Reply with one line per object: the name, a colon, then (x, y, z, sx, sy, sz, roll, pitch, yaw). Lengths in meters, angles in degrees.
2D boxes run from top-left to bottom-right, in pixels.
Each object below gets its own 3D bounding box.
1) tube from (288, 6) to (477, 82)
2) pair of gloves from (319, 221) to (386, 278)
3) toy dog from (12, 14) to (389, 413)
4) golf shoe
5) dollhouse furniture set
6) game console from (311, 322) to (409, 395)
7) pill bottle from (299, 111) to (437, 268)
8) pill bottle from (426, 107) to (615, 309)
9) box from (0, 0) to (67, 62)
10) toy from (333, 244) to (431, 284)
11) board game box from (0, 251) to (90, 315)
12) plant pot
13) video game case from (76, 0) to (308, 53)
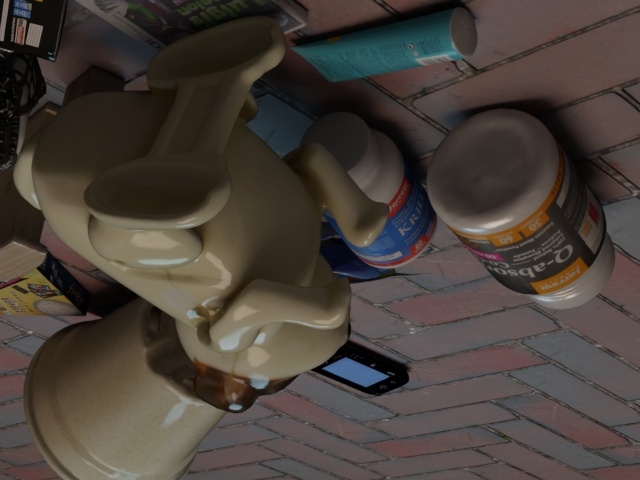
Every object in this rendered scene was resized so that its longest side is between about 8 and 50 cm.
tube: (0.068, -0.205, 1.389, 0.207, 0.052, 0.080, -6, 147, 38)
pair of gloves: (0.000, 0.000, 1.733, 0.159, 0.198, 0.023, 2, 115, -28)
toy dog: (-0.121, 0.021, 1.441, 0.395, 0.284, 0.408, -13, 134, 23)
golf shoe: (-0.336, -0.160, 1.427, 0.077, 0.198, 0.094, -21, 152, 26)
dollhouse furniture set: (-0.245, -0.030, 1.663, 0.303, 0.198, 0.286, 23, 151, -30)
game console: (0.014, 0.195, 2.244, 0.361, 0.044, 0.213, 26, 149, -35)
pill bottle: (0.056, -0.063, 1.594, 0.124, 0.124, 0.221, -4, 154, 23)
pill bottle: (0.254, -0.028, 1.569, 0.162, 0.162, 0.278, -8, 150, 29)
box: (-0.362, -0.311, 1.249, 0.257, 0.079, 0.322, 11, 155, -11)
toy: (0.038, 0.033, 1.828, 0.137, 0.056, 0.237, -7, 180, -25)
board game box: (-0.499, 0.057, 2.096, 0.165, 0.042, 0.243, 0, 154, 15)
plant pot: (-0.269, 0.221, 2.106, 0.334, 0.334, 0.305, 22, 141, -27)
video game case: (-0.139, -0.250, 1.375, 0.190, 0.022, 0.173, -15, 147, 39)
